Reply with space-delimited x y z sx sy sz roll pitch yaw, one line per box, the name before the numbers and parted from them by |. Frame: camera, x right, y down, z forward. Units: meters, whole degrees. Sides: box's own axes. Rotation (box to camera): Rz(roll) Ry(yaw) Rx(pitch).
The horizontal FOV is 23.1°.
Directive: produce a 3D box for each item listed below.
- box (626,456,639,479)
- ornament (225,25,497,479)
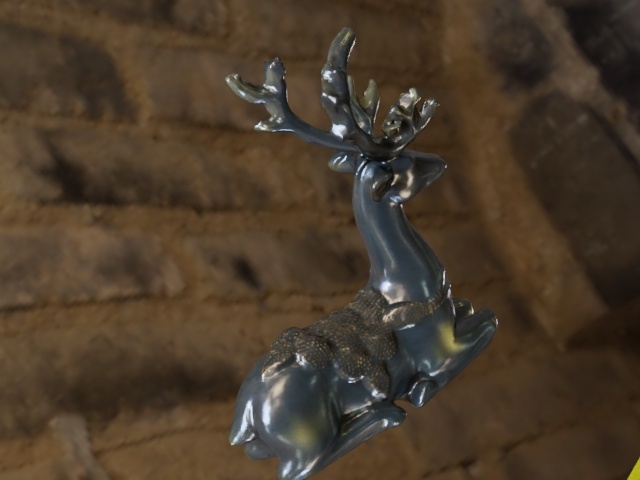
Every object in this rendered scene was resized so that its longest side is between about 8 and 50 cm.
box | 0.185 0.137 0.823 0.041 0.279 0.153 32 -133 18
ornament | 0.000 0.000 0.933 0.202 0.080 0.236 -31 -61 -28
